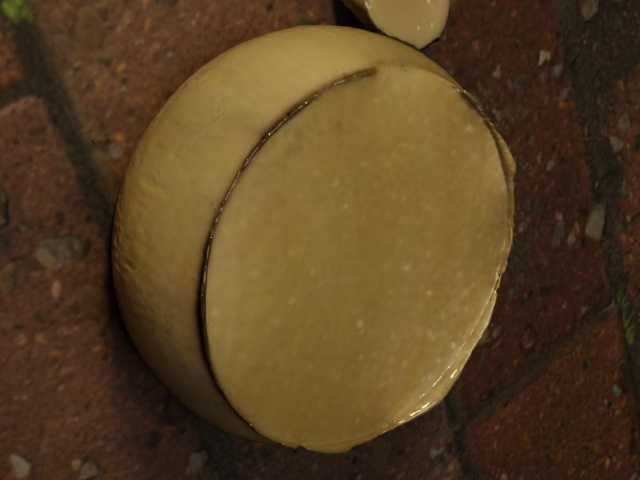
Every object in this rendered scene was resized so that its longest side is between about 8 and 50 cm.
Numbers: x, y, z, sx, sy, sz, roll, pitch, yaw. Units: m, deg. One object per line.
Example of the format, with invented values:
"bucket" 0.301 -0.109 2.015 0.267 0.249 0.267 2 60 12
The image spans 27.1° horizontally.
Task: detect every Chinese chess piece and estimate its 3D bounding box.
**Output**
"Chinese chess piece" 0.000 0.000 1.053 0.338 0.140 0.338 -14 114 -35

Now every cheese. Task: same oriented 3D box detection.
"cheese" 0.048 -0.222 1.066 0.092 0.047 0.171 -53 132 -14
